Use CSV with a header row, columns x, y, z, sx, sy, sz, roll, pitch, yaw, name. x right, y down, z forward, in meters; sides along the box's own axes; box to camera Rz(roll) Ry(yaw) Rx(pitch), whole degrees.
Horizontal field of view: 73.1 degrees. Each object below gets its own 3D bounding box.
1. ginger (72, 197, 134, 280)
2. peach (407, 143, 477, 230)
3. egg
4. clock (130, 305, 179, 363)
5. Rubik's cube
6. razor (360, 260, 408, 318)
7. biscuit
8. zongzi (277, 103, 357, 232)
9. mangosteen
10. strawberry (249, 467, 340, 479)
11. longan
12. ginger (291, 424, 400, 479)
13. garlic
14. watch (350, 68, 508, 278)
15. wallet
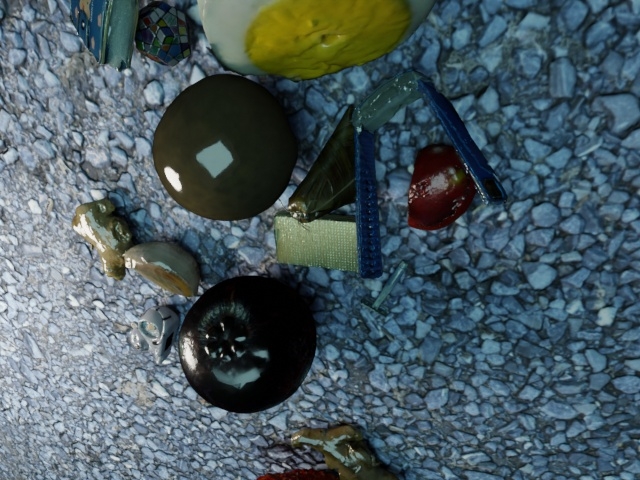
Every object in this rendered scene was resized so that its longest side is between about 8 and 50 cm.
x,y,z,sx,sy,sz,roll,pitch,yaw,name
-0.511,0.003,1.050,0.137,0.074,0.214,-10,109,27,ginger
0.206,-0.085,0.773,0.127,0.092,0.172,29,119,-2,peach
-0.016,-0.381,0.594,0.336,0.337,0.201,-17,81,24,egg
-0.450,0.237,1.147,0.117,0.080,0.176,26,123,4,clock
-0.283,-0.369,0.775,0.111,0.111,0.093,-7,141,20,Rubik's cube
0.147,0.098,0.923,0.068,0.040,0.135,30,114,-1,razor
0.000,0.000,0.910,0.199,0.041,0.121,7,121,15,biscuit
0.006,-0.133,0.762,0.084,0.187,0.184,16,121,35,zongzi
-0.145,0.223,0.948,0.299,0.300,0.301,7,118,13,mangosteen
-0.090,0.766,1.190,0.351,0.267,0.312,34,128,-23,strawberry
-0.160,-0.155,0.760,0.257,0.258,0.258,7,118,13,longan
0.090,0.595,1.172,0.333,0.080,0.166,43,106,0,ginger
-0.365,0.057,1.015,0.195,0.087,0.101,27,117,-14,garlic
0.127,-0.112,0.731,0.276,0.068,0.275,-36,71,37,watch
-0.383,-0.397,0.752,0.202,0.059,0.141,48,130,31,wallet
